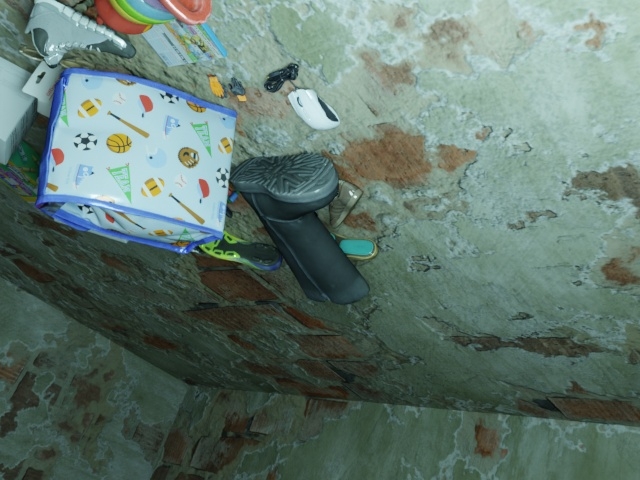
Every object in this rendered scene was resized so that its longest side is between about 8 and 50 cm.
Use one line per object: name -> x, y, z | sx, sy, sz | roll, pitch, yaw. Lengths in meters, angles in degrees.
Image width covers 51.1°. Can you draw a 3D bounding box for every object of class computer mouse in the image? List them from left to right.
computer mouse -> -0.031, -0.289, 1.416 | 0.106, 0.042, 0.193 | -11, 140, 44

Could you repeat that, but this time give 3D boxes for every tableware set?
tableware set -> -0.578, -0.407, 1.489 | 0.168, 0.141, 0.020 | 21, 112, -10

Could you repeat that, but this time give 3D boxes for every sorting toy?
sorting toy -> -0.255, -0.138, 1.857 | 0.061, 0.042, 0.102 | 36, 165, 3

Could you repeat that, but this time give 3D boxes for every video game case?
video game case -> -0.289, -0.416, 1.384 | 0.166, 0.015, 0.119 | 1, 147, 32

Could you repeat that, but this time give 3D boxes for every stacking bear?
stacking bear -> -0.310, -0.452, 1.192 | 0.164, 0.175, 0.289 | 36, 156, -33

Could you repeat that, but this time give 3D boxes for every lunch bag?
lunch bag -> -0.413, -0.174, 1.485 | 0.385, 0.328, 0.239 | 15, 157, -35

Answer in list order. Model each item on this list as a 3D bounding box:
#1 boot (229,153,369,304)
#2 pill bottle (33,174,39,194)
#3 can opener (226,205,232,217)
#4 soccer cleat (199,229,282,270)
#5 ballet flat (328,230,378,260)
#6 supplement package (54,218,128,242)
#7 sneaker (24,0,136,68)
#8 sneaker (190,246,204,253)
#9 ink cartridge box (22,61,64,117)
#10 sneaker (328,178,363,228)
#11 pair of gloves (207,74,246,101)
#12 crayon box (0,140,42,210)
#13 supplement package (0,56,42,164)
boot -> -0.001, -0.001, 1.679 | 0.367, 0.146, 0.445 | 17, 143, 52
pill bottle -> -0.826, -0.190, 2.047 | 0.067, 0.120, 0.067 | 16, 152, 9
can opener -> -0.313, -0.108, 1.925 | 0.059, 0.073, 0.186 | 0, 157, 19
soccer cleat -> -0.259, 0.038, 2.122 | 0.289, 0.093, 0.121 | 15, 159, 11
ballet flat -> 0.052, 0.022, 1.902 | 0.232, 0.080, 0.073 | 12, 167, 19
supplement package -> -0.668, -0.112, 2.027 | 0.244, 0.134, 0.139 | 17, 127, 6
sneaker -> -0.512, -0.407, 1.406 | 0.228, 0.132, 0.086 | 28, -176, -4
sneaker -> -0.480, -0.021, 2.172 | 0.106, 0.078, 0.234 | -14, 140, 44
ink cartridge box -> -0.604, -0.342, 1.625 | 0.198, 0.115, 0.067 | 28, 152, -12
sneaker -> 0.051, -0.098, 1.711 | 0.071, 0.066, 0.188 | 40, 150, 3
pair of gloves -> -0.206, -0.336, 1.481 | 0.083, 0.010, 0.074 | 10, 151, 18
crayon box -> -0.925, -0.202, 2.136 | 0.165, 0.081, 0.278 | 3, 148, 30
supplement package -> -0.833, -0.340, 1.685 | 0.194, 0.203, 0.149 | 28, 152, -13
